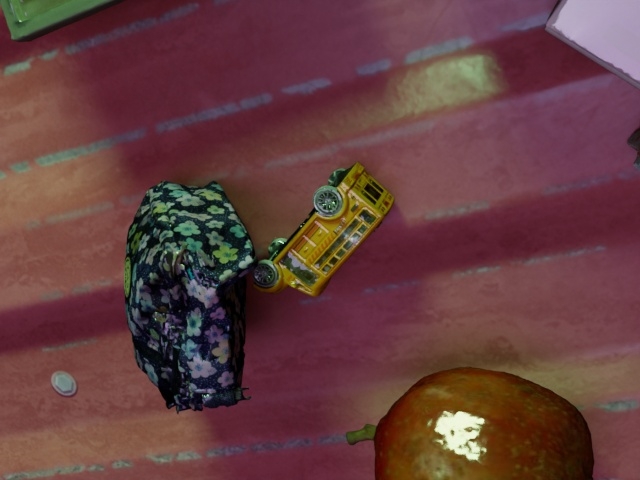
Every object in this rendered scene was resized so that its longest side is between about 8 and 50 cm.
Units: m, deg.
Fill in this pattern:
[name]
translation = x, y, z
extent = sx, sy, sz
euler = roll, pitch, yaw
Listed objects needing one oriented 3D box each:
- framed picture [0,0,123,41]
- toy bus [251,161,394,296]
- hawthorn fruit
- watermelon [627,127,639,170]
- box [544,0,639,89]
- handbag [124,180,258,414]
[framed picture]
translation = -0.208, -0.433, 0.778
extent = 0.326, 0.028, 0.446
euler = -14, 100, 22
[toy bus]
translation = 0.000, 0.000, 0.936
extent = 0.074, 0.069, 0.162
euler = 40, 117, -3
[hawthorn fruit]
translation = 0.140, 0.222, 0.910
extent = 0.253, 0.205, 0.205
euler = 12, 115, 18
[watermelon]
translation = 0.294, -0.083, 0.813
extent = 0.061, 0.085, 0.085
euler = 6, 119, 54
[box]
translation = 0.330, -0.224, 0.712
extent = 0.203, 0.106, 0.251
euler = 32, 117, 3
[handbag]
translation = -0.135, 0.058, 0.932
extent = 0.127, 0.228, 0.207
euler = 0, 113, -19
